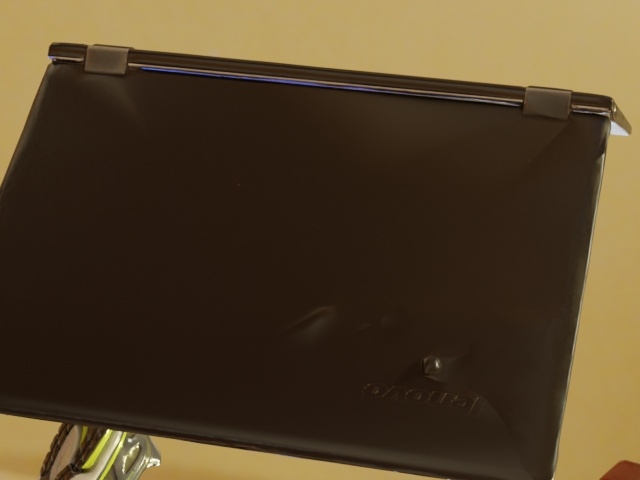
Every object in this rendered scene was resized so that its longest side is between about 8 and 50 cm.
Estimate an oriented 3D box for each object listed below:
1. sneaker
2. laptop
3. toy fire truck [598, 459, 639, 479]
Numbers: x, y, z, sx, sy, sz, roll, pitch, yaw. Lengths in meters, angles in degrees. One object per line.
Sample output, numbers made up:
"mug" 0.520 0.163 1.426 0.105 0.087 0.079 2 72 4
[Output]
"sneaker" -0.286 0.334 2.032 0.300 0.121 0.111 -57 -148 0
"laptop" 0.000 0.000 1.200 0.408 0.382 0.236 -4 101 -77
"toy fire truck" 0.372 0.301 1.548 0.169 0.254 0.302 -34 -164 -21
